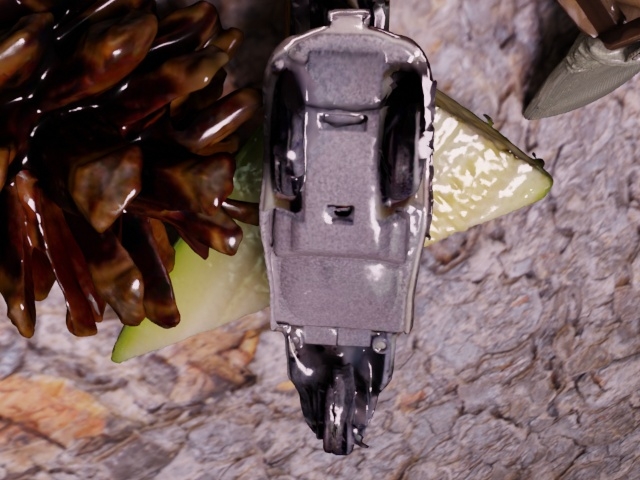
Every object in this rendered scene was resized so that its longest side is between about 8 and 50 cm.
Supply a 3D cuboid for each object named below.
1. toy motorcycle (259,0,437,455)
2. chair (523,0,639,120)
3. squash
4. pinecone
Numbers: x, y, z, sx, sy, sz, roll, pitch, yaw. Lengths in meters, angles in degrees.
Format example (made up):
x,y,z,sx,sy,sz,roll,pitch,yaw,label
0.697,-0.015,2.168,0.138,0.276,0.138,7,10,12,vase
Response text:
x,y,z,sx,sy,sz,roll,pitch,yaw,label
0.012,-0.009,0.454,0.090,0.157,0.263,0,113,-2,toy motorcycle
0.212,-0.208,0.533,0.160,0.319,0.186,-32,91,-2,chair
0.000,0.000,0.601,0.203,0.111,0.289,29,109,-17,squash
-0.132,-0.043,0.433,0.228,0.202,0.201,-39,104,5,pinecone
